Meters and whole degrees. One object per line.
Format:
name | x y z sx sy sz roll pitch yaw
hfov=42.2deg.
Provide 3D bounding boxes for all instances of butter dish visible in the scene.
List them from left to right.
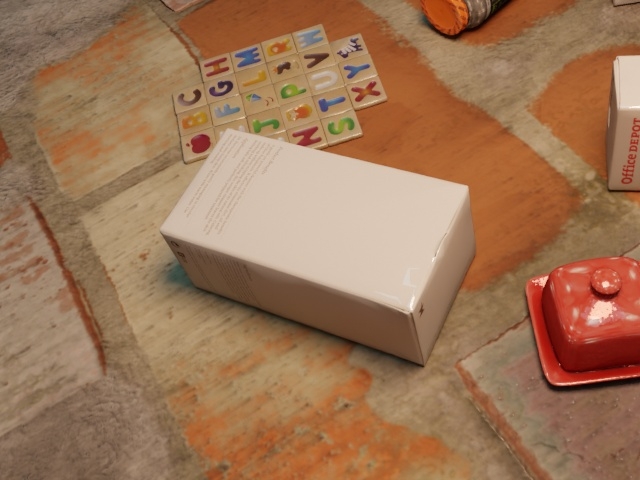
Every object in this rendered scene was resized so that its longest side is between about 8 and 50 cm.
butter dish | 0.334 0.076 0.984 0.160 0.118 0.160 -9 54 8

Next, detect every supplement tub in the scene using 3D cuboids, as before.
supplement tub | 0.261 -0.430 1.366 0.190 0.117 0.117 -42 56 -17

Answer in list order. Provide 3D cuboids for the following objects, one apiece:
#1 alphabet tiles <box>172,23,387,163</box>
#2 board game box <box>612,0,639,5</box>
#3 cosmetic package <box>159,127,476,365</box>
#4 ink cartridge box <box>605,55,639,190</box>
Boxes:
alphabet tiles | -0.074 -0.240 1.380 0.343 0.011 0.285 -17 53 2
board game box | 0.618 -0.486 1.356 0.305 0.053 0.193 -6 53 10
cosmetic package | 0.000 0.000 1.100 0.366 0.155 0.197 18 62 24
ink cartridge box | 0.497 -0.148 1.069 0.237 0.172 0.100 2 56 16
